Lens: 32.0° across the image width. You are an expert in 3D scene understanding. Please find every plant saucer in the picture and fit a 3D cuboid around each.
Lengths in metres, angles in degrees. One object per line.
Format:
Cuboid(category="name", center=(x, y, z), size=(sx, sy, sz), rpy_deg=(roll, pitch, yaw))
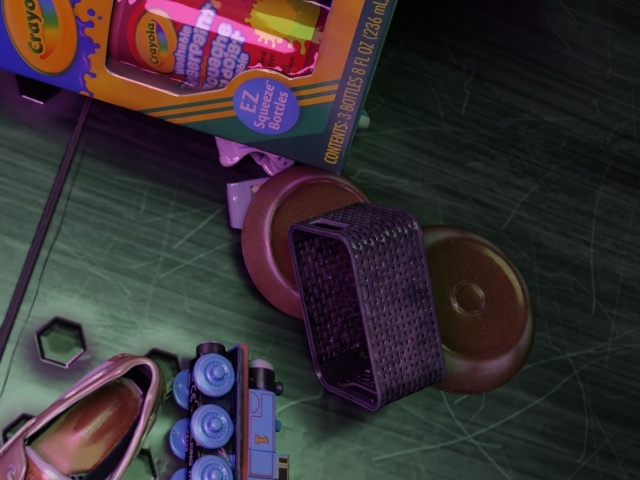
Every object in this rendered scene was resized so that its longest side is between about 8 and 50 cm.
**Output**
Cuboid(category="plant saucer", center=(0.157, 0.068, 1.227), size=(0.198, 0.036, 0.199), rpy_deg=(8, 66, -18))
Cuboid(category="plant saucer", center=(0.000, 0.000, 1.174), size=(0.168, 0.029, 0.168), rpy_deg=(4, 79, -24))

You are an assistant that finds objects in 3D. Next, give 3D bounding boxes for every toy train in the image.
Cuboid(category="toy train", center=(-0.085, 0.186, 1.059), size=(0.105, 0.080, 0.184), rpy_deg=(12, 62, -27))

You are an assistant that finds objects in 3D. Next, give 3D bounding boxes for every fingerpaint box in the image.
Cuboid(category="fingerpaint box", center=(-0.089, -0.322, 1.009), size=(0.371, 0.445, 0.163), rpy_deg=(18, 38, -1))

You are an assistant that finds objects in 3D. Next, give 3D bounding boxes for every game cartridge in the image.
Cuboid(category="game cartridge", center=(-0.057, -0.039, 1.185), size=(0.083, 0.017, 0.056), rpy_deg=(-11, 104, -24))

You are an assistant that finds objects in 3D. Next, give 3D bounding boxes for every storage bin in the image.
Cuboid(category="storage bin", center=(0.045, 0.062, 1.101), size=(0.084, 0.122, 0.180), rpy_deg=(-18, 106, -27))

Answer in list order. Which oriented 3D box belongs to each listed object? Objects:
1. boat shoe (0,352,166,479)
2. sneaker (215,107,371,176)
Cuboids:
Cuboid(category="boat shoe", center=(-0.245, 0.214, 0.963), size=(0.113, 0.103, 0.302), rpy_deg=(37, 60, -4))
Cuboid(category="sneaker", center=(-0.032, -0.111, 1.219), size=(0.190, 0.071, 0.083), rpy_deg=(-5, 91, -24))
